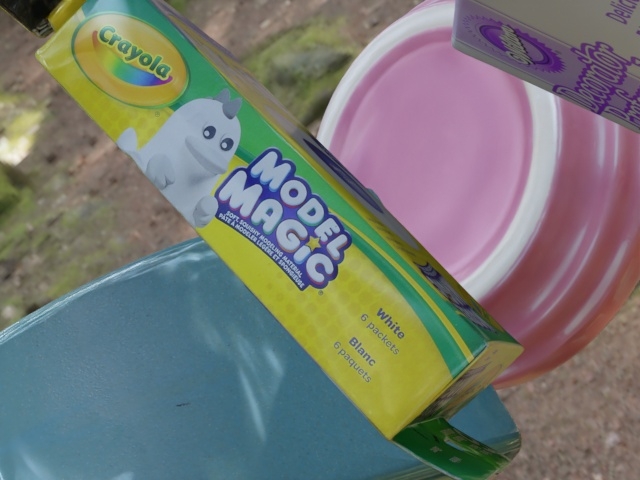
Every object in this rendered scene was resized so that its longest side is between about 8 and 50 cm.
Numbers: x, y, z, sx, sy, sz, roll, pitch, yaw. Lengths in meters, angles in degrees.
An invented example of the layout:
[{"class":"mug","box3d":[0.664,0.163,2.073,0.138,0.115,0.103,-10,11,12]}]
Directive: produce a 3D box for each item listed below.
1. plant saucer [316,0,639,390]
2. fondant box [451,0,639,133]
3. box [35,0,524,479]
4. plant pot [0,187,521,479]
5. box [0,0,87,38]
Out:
[{"class":"plant saucer","box3d":[0.104,-0.052,0.928,0.332,0.084,0.332,-14,71,45]},{"class":"fondant box","box3d":[0.216,-0.073,0.441,0.096,0.330,0.238,-62,-8,-4]},{"class":"box","box3d":[0.000,0.000,0.378,0.043,0.105,0.179,-44,76,7]},{"class":"plant pot","box3d":[-0.062,0.103,0.616,0.234,0.165,0.165,-12,59,-30]},{"class":"box","box3d":[-0.122,-0.264,0.370,0.257,0.322,0.079,-45,18,10]}]
